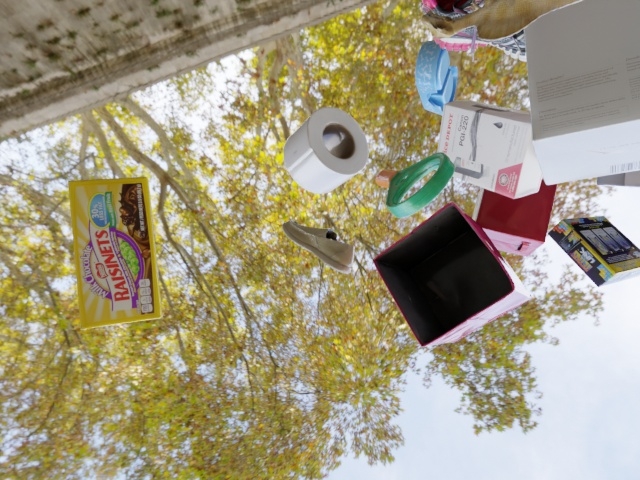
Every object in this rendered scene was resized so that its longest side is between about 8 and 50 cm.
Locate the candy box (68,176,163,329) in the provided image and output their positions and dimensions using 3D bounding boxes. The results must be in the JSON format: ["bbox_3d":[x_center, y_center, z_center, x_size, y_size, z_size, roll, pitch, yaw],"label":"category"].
[{"bbox_3d":[-0.289,0.015,0.602,0.105,0.027,0.206,-7,-93,-15],"label":"candy box"}]

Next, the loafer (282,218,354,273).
[{"bbox_3d":[0.000,0.000,1.254,0.268,0.102,0.092,33,-86,28],"label":"loafer"}]

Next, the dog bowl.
[{"bbox_3d":[0.374,-0.522,1.369,0.074,0.297,0.166,16,-96,26],"label":"dog bowl"}]

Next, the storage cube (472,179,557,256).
[{"bbox_3d":[0.573,-0.081,1.294,0.193,0.184,0.215,14,-102,15],"label":"storage cube"}]

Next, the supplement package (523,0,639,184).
[{"bbox_3d":[0.373,-0.204,0.536,0.194,0.149,0.203,-6,-109,32],"label":"supplement package"}]

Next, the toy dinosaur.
[{"bbox_3d":[0.182,-0.209,0.372,0.183,0.053,0.093,14,-116,48],"label":"toy dinosaur"}]

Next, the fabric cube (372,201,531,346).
[{"bbox_3d":[0.341,0.098,1.090,0.259,0.258,0.254,-39,-119,22],"label":"fabric cube"}]

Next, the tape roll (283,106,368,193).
[{"bbox_3d":[0.018,-0.301,1.439,0.246,0.169,0.246,11,-111,-29],"label":"tape roll"}]

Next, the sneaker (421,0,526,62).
[{"bbox_3d":[0.299,-0.365,0.681,0.299,0.112,0.121,18,-93,37],"label":"sneaker"}]

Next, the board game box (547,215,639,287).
[{"bbox_3d":[0.568,0.017,0.862,0.170,0.048,0.141,-4,-129,-32],"label":"board game box"}]

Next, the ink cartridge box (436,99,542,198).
[{"bbox_3d":[0.362,-0.202,0.911,0.092,0.159,0.218,-16,-148,-28],"label":"ink cartridge box"}]

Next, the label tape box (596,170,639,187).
[{"bbox_3d":[0.770,-0.146,0.818,0.248,0.348,0.115,1,-78,-3],"label":"label tape box"}]

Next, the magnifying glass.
[{"bbox_3d":[0.112,-0.078,0.572,0.026,0.231,0.092,43,-85,-13],"label":"magnifying glass"}]
